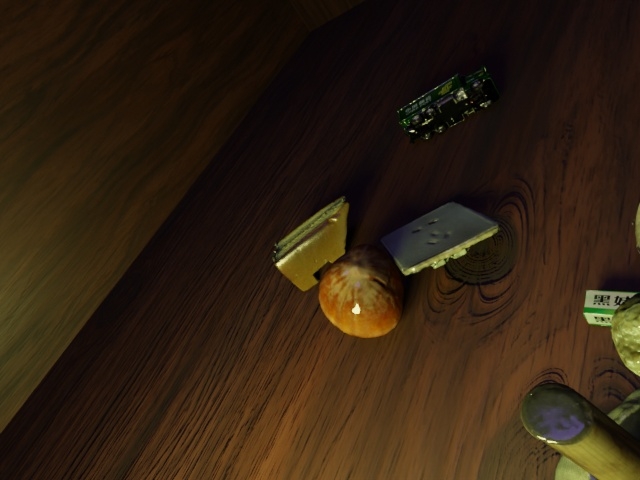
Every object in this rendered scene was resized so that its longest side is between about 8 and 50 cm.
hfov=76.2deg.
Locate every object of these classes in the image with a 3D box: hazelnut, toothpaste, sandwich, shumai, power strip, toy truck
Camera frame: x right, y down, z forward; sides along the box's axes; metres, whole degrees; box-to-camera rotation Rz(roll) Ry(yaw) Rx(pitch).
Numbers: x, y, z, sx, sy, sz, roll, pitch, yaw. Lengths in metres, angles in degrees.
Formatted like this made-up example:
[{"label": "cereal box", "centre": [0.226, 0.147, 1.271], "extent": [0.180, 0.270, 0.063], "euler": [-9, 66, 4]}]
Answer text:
[{"label": "hazelnut", "centre": [0.074, 0.101, 0.804], "extent": [0.182, 0.182, 0.182], "euler": [-28, 36, 23]}, {"label": "toothpaste", "centre": [0.452, 0.095, 0.534], "extent": [0.178, 0.037, 0.043], "euler": [-2, 52, 45]}, {"label": "sandwich", "centre": [0.000, 0.000, 1.047], "extent": [0.235, 0.128, 0.122], "euler": [-37, 30, 8]}, {"label": "shumai", "centre": [0.270, 0.061, 0.321], "extent": [0.083, 0.080, 0.082], "euler": [-45, 30, -1]}, {"label": "power strip", "centre": [0.238, 0.006, 0.825], "extent": [0.198, 0.064, 0.213], "euler": [-25, 19, 3]}, {"label": "toy truck", "centre": [0.348, -0.371, 1.127], "extent": [0.259, 0.088, 0.121], "euler": [-25, 37, 28]}]

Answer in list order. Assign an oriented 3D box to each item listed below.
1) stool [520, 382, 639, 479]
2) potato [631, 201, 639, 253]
[{"label": "stool", "centre": [0.376, 0.203, 0.324], "extent": [0.310, 0.226, 0.310], "euler": [-42, 31, 2]}, {"label": "potato", "centre": [0.529, -0.053, 0.541], "extent": [0.117, 0.182, 0.202], "euler": [18, 52, 16]}]
